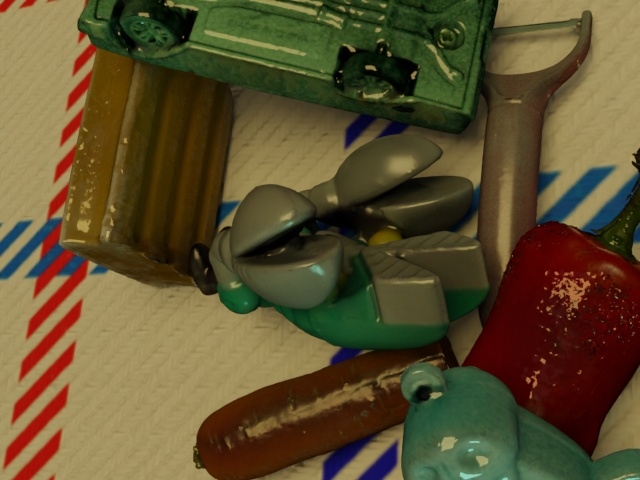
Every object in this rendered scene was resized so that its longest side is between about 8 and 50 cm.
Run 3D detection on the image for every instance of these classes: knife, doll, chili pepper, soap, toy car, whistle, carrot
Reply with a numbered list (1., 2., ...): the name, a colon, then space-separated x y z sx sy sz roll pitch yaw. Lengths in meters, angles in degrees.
1. knife: 0.142 -0.058 0.688 0.123 0.053 0.278 -2 70 31
2. doll: -0.007 0.010 0.656 0.258 0.153 0.195 -10 23 19
3. chili pepper: 0.141 0.104 0.595 0.110 0.110 0.388 30 95 31
4. soap: -0.146 -0.086 0.781 0.073 0.140 0.232 -2 71 25
5. toy car: -0.024 -0.176 0.707 0.320 0.097 0.142 13 71 3
6. whistle: 0.132 0.175 0.516 0.186 0.093 0.274 -33 105 21
7. carrot: 0.001 0.133 0.678 0.225 0.067 0.067 -23 64 15
